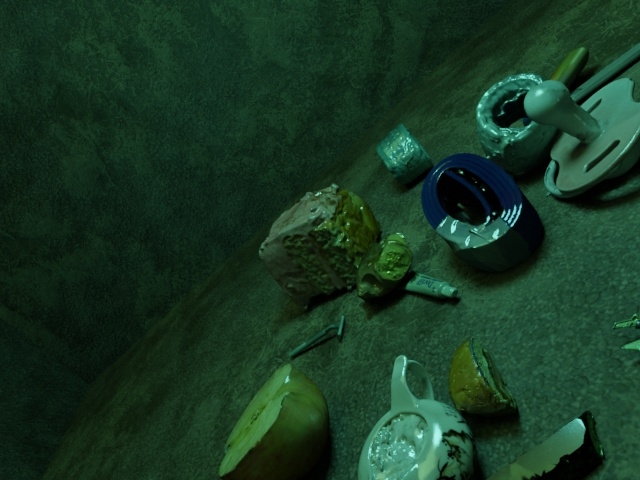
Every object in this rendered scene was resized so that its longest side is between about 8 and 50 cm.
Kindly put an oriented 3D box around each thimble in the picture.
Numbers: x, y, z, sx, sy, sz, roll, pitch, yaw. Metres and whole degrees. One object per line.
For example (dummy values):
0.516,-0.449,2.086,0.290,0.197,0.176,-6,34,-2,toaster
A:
0.313,-0.319,1.811,0.143,0.198,0.235,-39,13,17,thimble
0.529,-0.306,1.293,0.204,0.172,0.250,6,65,34,thimble

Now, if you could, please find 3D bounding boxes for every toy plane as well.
0.495,0.127,0.712,0.102,0.040,0.111,20,65,48,toy plane

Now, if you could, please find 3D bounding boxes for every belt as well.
0.372,-0.077,1.165,0.212,0.117,0.347,-41,34,13,belt

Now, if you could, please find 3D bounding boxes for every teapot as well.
0.147,0.339,0.794,0.208,0.165,0.300,-43,25,39,teapot

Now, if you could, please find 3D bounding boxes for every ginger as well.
0.174,0.072,1.380,0.219,0.123,0.270,-58,-2,6,ginger

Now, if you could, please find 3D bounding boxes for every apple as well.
-0.084,0.429,1.047,0.251,0.163,0.293,-51,4,8,apple

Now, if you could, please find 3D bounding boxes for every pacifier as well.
0.590,-0.246,1.071,0.220,0.273,0.332,-12,32,28,pacifier

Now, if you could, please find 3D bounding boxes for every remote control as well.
0.822,-0.475,1.382,0.260,0.029,0.067,-37,12,13,remote control

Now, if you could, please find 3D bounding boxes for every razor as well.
-0.017,0.291,1.409,0.211,0.036,0.084,-33,19,27,razor

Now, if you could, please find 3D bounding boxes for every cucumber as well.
0.306,0.322,0.674,0.220,0.046,0.070,-41,27,6,cucumber

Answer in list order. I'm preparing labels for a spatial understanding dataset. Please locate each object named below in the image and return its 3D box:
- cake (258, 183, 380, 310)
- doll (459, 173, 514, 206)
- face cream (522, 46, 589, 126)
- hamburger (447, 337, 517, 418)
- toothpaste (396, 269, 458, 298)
0.000,0.000,1.621,0.306,0.293,0.314,-27,18,33,cake
0.453,-0.161,1.363,0.183,0.085,0.217,-10,30,42,doll
0.707,-0.451,1.461,0.285,0.067,0.139,-50,-12,-20,face cream
0.262,0.250,0.847,0.102,0.087,0.176,-36,22,15,hamburger
0.266,0.115,1.220,0.067,0.037,0.255,-51,16,-9,toothpaste
